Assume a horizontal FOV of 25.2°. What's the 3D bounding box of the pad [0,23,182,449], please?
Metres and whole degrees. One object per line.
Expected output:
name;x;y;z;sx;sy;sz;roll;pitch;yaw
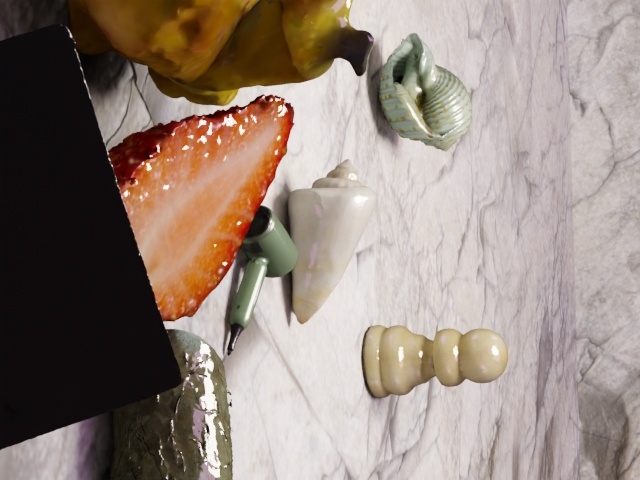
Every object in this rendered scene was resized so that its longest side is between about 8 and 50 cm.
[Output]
pad;-0.193;0.009;0.879;0.009;0.159;0.265;-124;-163;-60

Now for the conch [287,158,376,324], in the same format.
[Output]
conch;0.011;0.001;1.537;0.104;0.094;0.176;-179;-92;-70

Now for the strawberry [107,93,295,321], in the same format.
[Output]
strawberry;-0.130;-0.028;1.093;0.236;0.106;0.175;-29;133;-53

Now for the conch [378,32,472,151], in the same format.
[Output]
conch;0.129;-0.183;1.898;0.153;0.102;0.135;48;39;-4

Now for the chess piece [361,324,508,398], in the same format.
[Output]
chess piece;0.145;0.147;1.757;0.094;0.170;0.094;-3;90;-70

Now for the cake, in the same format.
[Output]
cake;-0.222;-0.050;0.966;0.220;0.116;0.086;-136;-146;-68

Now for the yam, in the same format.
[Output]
yam;-0.118;0.167;1.124;0.107;0.107;0.183;38;48;-64

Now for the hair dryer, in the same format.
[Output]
hair dryer;-0.070;0.044;1.388;0.071;0.047;0.150;58;44;-49

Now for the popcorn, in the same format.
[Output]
popcorn;-0.070;-0.223;1.102;0.316;0.281;0.297;-39;163;-45
